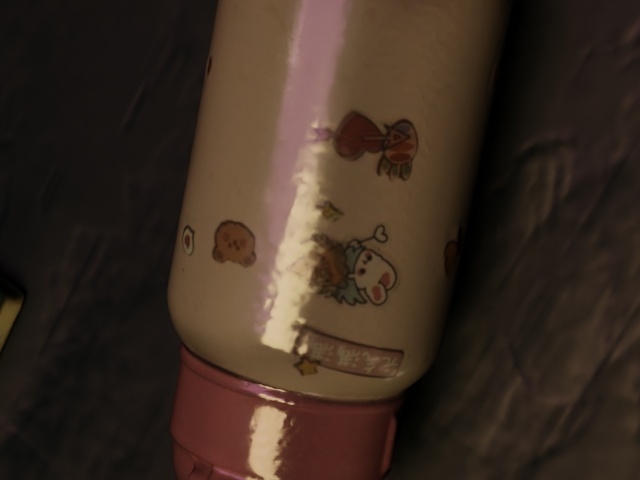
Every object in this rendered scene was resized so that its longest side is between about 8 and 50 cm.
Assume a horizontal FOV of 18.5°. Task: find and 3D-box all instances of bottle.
[{"bbox_3d":[0.000,0.000,0.747,0.110,0.110,0.233,17,104,27],"label":"bottle"}]

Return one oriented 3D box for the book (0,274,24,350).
[{"bbox_3d":[-0.332,0.037,0.983,0.371,0.043,0.260,35,109,21],"label":"book"}]
